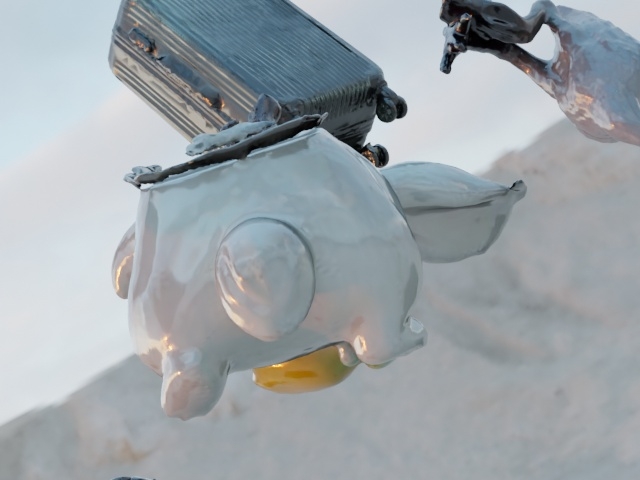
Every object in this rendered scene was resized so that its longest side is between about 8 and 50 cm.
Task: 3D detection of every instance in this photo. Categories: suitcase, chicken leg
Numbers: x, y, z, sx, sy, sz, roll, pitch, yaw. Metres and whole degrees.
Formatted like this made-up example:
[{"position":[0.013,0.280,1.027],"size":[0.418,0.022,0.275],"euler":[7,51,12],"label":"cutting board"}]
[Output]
[{"position":[-0.077,-0.178,1.737],"size":[0.202,0.312,0.128],"euler":[-23,-36,-44],"label":"suitcase"},{"position":[-0.049,-0.051,1.161],"size":[0.053,0.093,0.205],"euler":[-11,11,4],"label":"chicken leg"}]

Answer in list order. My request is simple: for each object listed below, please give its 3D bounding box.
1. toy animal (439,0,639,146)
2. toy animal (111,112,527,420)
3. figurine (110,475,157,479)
[{"position":[0.247,-0.131,1.375],"size":[0.195,0.324,0.090],"euler":[-32,-30,-48],"label":"toy animal"},{"position":[-0.007,0.002,0.899],"size":[0.208,0.154,0.325],"euler":[-11,9,31],"label":"toy animal"},{"position":[-0.242,0.393,1.697],"size":[0.281,0.167,0.370],"euler":[-4,28,30],"label":"figurine"}]
